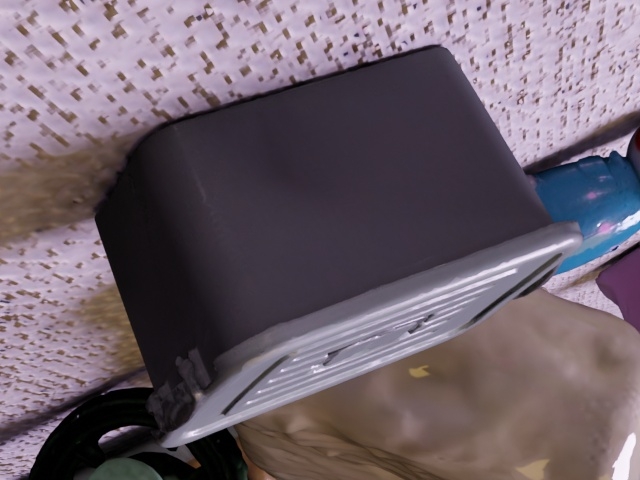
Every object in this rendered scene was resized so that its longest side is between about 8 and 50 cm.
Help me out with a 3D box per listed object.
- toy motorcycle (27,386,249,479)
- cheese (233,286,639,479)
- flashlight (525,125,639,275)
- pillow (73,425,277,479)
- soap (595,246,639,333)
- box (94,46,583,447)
[{"bbox_3d":[-0.159,0.205,0.725,0.331,0.196,0.125,-28,167,7],"label":"toy motorcycle"},{"bbox_3d":[0.047,0.067,0.677,0.263,0.159,0.093,88,25,-75],"label":"cheese"},{"bbox_3d":[0.107,-0.010,0.688,0.129,0.051,0.051,-25,168,5],"label":"flashlight"},{"bbox_3d":[-0.107,0.208,0.957,0.310,0.119,0.312,-21,147,-8],"label":"pillow"},{"bbox_3d":[0.285,0.009,1.096,0.203,0.066,0.122,-14,164,-43],"label":"soap"},{"bbox_3d":[0.000,0.000,0.466,0.122,0.069,0.084,-19,165,-29],"label":"box"}]
